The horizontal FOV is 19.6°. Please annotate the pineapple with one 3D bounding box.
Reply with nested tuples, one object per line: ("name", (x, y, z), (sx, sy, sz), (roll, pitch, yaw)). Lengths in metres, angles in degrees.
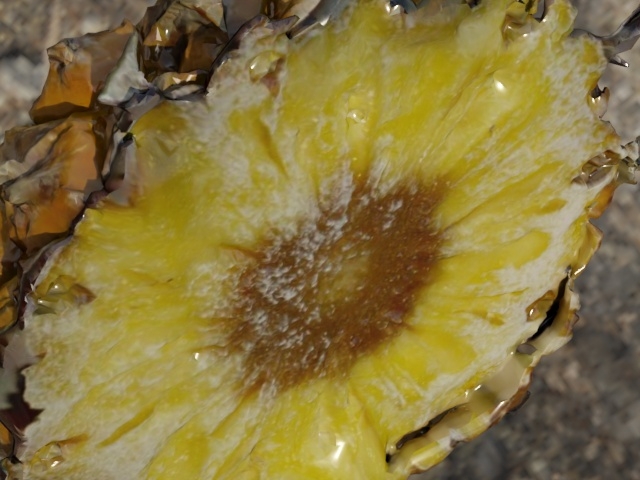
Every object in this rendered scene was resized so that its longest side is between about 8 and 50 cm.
("pineapple", (0.000, 0.000, 0.491), (0.221, 0.221, 0.047), (2, 35, -37))
